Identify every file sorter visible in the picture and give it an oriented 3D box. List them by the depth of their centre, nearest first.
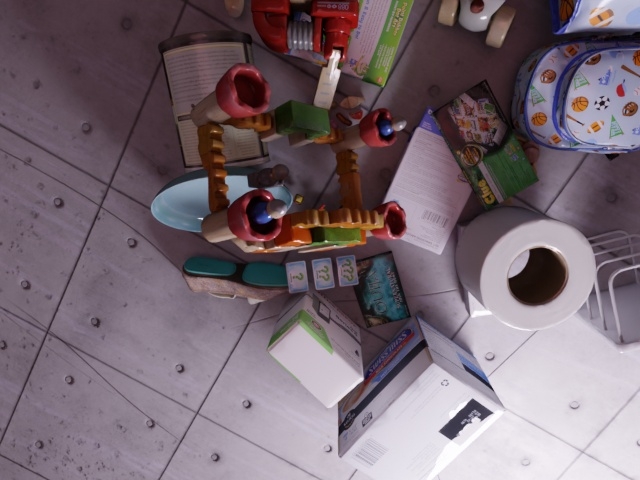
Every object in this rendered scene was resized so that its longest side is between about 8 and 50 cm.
[{"bbox_3d":[0.680,0.094,1.001,0.193,0.278,0.173,-15,99,9],"label":"file sorter"}]

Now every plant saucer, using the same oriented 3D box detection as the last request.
[{"bbox_3d":[-0.224,-0.094,1.039,0.317,0.317,0.044,-13,72,8],"label":"plant saucer"}]

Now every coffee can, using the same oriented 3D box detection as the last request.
[{"bbox_3d":[-0.233,-0.303,1.012,0.201,0.201,0.275,-6,104,7],"label":"coffee can"}]

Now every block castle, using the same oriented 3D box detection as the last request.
[{"bbox_3d":[-0.007,-0.136,0.884,0.213,0.453,0.303,-10,84,44],"label":"block castle"}]

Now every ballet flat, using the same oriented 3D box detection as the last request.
[{"bbox_3d":[-0.207,0.112,1.185,0.316,0.107,0.106,9,125,8],"label":"ballet flat"}]

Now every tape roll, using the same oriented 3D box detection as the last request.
[{"bbox_3d":[0.445,0.054,1.002,0.246,0.169,0.246,0,104,-1],"label":"tape roll"}]

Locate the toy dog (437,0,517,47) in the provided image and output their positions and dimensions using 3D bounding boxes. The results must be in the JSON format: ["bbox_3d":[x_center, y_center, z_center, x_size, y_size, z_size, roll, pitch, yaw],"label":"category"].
[{"bbox_3d":[0.349,-0.562,0.887,0.220,0.161,0.334,5,110,17],"label":"toy dog"}]

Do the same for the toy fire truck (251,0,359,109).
[{"bbox_3d":[-0.031,-0.421,0.953,0.217,0.158,0.246,4,95,4],"label":"toy fire truck"}]

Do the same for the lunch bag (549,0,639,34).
[{"bbox_3d":[0.612,-0.587,0.835,0.327,0.239,0.385,2,72,3],"label":"lunch bag"}]

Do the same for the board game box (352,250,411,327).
[{"bbox_3d":[0.153,0.131,1.183,0.126,0.026,0.186,-17,103,9],"label":"board game box"}]

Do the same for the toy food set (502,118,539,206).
[{"bbox_3d":[0.457,-0.185,1.066,0.132,0.038,0.192,26,105,-2],"label":"toy food set"}]

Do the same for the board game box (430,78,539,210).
[{"bbox_3d":[0.371,-0.211,1.013,0.136,0.030,0.260,-31,100,6],"label":"board game box"}]

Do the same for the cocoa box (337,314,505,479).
[{"bbox_3d":[0.233,0.415,1.141,0.231,0.228,0.347,36,105,-10],"label":"cocoa box"}]

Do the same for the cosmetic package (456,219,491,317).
[{"bbox_3d":[0.405,0.067,1.125,0.099,0.060,0.239,-9,104,3],"label":"cosmetic package"}]

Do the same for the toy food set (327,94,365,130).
[{"bbox_3d":[0.049,-0.304,1.083,0.122,0.019,0.078,-7,104,-1],"label":"toy food set"}]

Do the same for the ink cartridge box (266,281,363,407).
[{"bbox_3d":[-0.005,0.239,1.100,0.198,0.273,0.115,44,102,-7],"label":"ink cartridge box"}]

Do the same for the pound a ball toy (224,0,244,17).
[{"bbox_3d":[-0.162,-0.634,0.887,0.319,0.208,0.136,-27,63,38],"label":"pound a ball toy"}]

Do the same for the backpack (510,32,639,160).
[{"bbox_3d":[0.551,-0.301,0.945,0.263,0.213,0.276,3,106,10],"label":"backpack"}]

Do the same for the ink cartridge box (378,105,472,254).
[{"bbox_3d":[0.268,-0.141,1.083,0.185,0.065,0.311,22,107,-1],"label":"ink cartridge box"}]

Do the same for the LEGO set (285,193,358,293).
[{"bbox_3d":[0.000,0.000,1.113,0.182,0.060,0.244,-6,87,-11],"label":"LEGO set"}]

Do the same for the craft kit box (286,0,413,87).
[{"bbox_3d":[0.070,-0.506,1.009,0.246,0.061,0.250,20,106,2],"label":"craft kit box"}]
